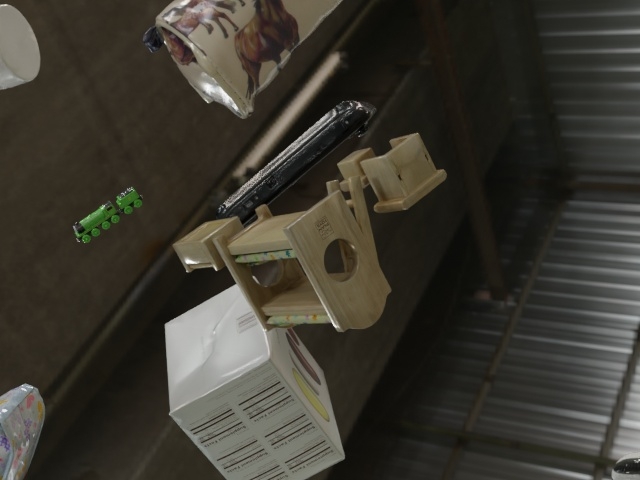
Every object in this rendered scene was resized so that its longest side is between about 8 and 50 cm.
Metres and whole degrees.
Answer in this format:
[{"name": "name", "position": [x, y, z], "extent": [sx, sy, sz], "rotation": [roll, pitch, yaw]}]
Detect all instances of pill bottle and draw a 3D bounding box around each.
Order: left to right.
[{"name": "pill bottle", "position": [-0.496, -0.231, 1.255], "extent": [0.131, 0.229, 0.131], "rotation": [-12, -90, -74]}]

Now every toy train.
[{"name": "toy train", "position": [-0.229, -0.028, 1.025], "extent": [0.083, 0.017, 0.023], "rotation": [-35, -53, -10]}]

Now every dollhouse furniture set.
[{"name": "dollhouse furniture set", "position": [0.000, 0.000, 0.808], "extent": [0.161, 0.182, 0.101], "rotation": [-37, -73, -32]}]

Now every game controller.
[{"name": "game controller", "position": [-0.038, -0.116, 1.553], "extent": [0.067, 0.319, 0.166], "rotation": [53, -165, 4]}]

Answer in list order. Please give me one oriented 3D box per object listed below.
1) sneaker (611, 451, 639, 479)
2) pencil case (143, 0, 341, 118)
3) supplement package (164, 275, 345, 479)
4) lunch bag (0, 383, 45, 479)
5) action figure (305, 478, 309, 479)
[{"name": "sneaker", "position": [0.419, 0.196, 0.850], "extent": [0.163, 0.281, 0.106], "rotation": [-24, -75, -47]}, {"name": "pencil case", "position": [-0.023, -0.339, 1.141], "extent": [0.160, 0.183, 0.410], "rotation": [42, -98, -20]}, {"name": "supplement package", "position": [-0.090, 0.199, 1.273], "extent": [0.203, 0.149, 0.194], "rotation": [57, -172, -31]}, {"name": "lunch bag", "position": [-0.239, 0.150, 0.700], "extent": [0.071, 0.053, 0.083], "rotation": [-78, 12, -75]}, {"name": "action figure", "position": [-0.074, 0.333, 1.722], "extent": [0.275, 0.141, 0.164], "rotation": [-85, -27, -60]}]
